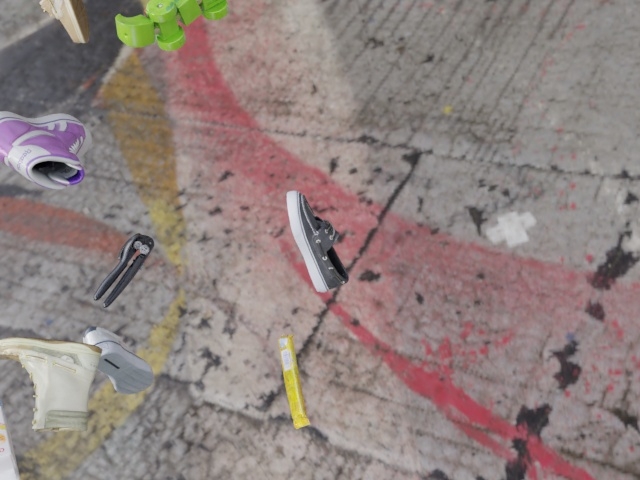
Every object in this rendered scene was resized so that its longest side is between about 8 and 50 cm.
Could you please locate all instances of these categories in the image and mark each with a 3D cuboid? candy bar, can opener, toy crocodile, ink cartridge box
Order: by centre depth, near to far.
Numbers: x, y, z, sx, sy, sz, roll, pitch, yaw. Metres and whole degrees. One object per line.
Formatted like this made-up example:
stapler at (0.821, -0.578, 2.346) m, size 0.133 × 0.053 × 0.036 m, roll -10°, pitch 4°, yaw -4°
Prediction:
ink cartridge box at (-0.555, 0.343, 1.468) m, size 0.092 × 0.089 × 0.143 m, roll -15°, pitch 50°, yaw -20°
candy bar at (-0.046, 0.236, 1.513) m, size 0.040 × 0.018 × 0.161 m, roll -28°, pitch 67°, yaw 47°
can opener at (-0.411, 0.063, 1.880) m, size 0.073 × 0.059 × 0.186 m, roll -33°, pitch 28°, yaw 58°
toy crocodile at (-0.306, -0.539, 2.025) m, size 0.340 × 0.115 × 0.105 m, roll -39°, pitch 60°, yaw -17°

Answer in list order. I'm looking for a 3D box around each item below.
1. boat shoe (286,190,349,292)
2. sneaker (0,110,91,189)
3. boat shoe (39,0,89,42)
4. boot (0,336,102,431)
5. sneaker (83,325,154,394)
boat shoe at (0.000, 0.000, 1.650) m, size 0.076 × 0.228 × 0.080 m, roll -13°, pitch 31°, yaw 9°
sneaker at (-0.466, -0.146, 1.594) m, size 0.161 × 0.282 × 0.102 m, roll 35°, pitch 107°, yaw 12°
boat shoe at (-0.435, -0.401, 1.471) m, size 0.059 × 0.170 × 0.063 m, roll -13°, pitch 32°, yaw 9°
boot at (-0.509, 0.262, 1.617) m, size 0.213 × 0.077 × 0.165 m, roll 3°, pitch 76°, yaw 12°
sneaker at (-0.440, 0.259, 1.965) m, size 0.094 × 0.258 × 0.091 m, roll -26°, pitch 59°, yaw -4°
